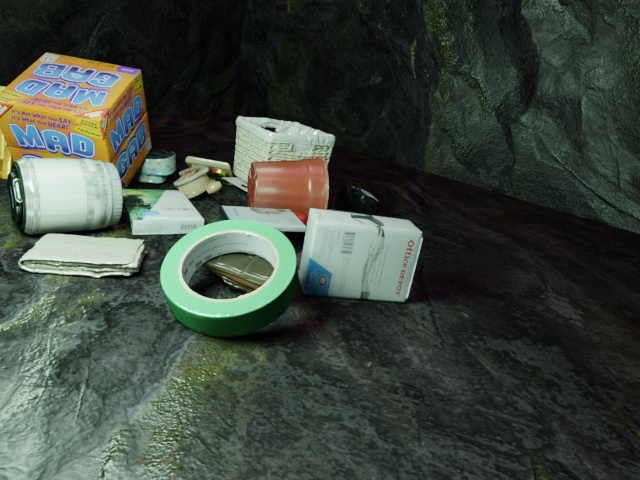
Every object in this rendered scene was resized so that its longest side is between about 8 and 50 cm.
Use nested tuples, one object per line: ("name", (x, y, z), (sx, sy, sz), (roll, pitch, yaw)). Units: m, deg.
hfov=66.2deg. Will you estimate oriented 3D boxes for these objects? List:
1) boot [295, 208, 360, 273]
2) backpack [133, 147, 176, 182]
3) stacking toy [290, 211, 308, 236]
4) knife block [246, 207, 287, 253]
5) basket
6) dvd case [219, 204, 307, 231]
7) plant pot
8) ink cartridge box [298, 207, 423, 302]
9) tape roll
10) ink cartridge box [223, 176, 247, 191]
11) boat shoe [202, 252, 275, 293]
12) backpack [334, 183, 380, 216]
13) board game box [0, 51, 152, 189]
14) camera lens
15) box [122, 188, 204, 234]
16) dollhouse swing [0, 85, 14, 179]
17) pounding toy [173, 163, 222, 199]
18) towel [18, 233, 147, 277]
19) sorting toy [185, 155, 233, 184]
("boot", (0.000, 0.000, 1.494), (0.248, 0.206, 0.090), (5, 21, -13))
("backpack", (-0.710, -0.321, 2.089), (0.188, 0.144, 0.166), (-3, 21, 3))
("stacking toy", (0.033, -0.029, 1.735), (0.330, 0.141, 0.141), (12, 19, 25))
("knife block", (-0.228, -0.040, 1.664), (0.276, 0.088, 0.242), (-1, 23, -28))
("basket", (-0.167, -0.367, 2.120), (0.328, 0.266, 0.331), (-4, 24, -35))
("dvd case", (-0.191, -0.072, 1.606), (0.253, 0.022, 0.180), (1, 23, -24))
("plant pot", (-0.135, -0.194, 1.869), (0.265, 0.272, 0.272), (1, 22, -17))
("ink cartridge box", (0.109, 0.044, 1.408), (0.308, 0.223, 0.129), (6, 20, -12))
("tape roll", (-0.215, 0.080, 1.186), (0.321, 0.077, 0.321), (0, 42, 0))
("ink cartridge box", (-0.245, -0.208, 2.135), (0.261, 0.066, 0.296), (-8, 27, -39))
("boat shoe", (-0.231, 0.082, 1.321), (0.307, 0.104, 0.111), (23, 44, 25))
("backpack", (0.164, -0.162, 2.107), (0.182, 0.152, 0.115), (14, 26, -25))
("board game box", (-0.872, -0.413, 1.795), (0.356, 0.356, 0.356), (10, 46, -1))
("camera lens", (-0.762, -0.134, 1.462), (0.274, 0.219, 0.219), (-7, 27, -40))
("box", (-0.563, -0.105, 1.716), (0.232, 0.058, 0.322), (-2, 23, -30))
("dollhouse swing", (-1.327, -0.422, 1.837), (0.347, 0.305, 0.315), (4, 21, -19))
("pounding toy", (-0.502, -0.207, 2.004), (0.154, 0.154, 0.269), (-29, 25, -17))
("towel", (-0.624, 0.039, 1.321), (0.282, 0.049, 0.187), (5, 20, -12))
("sorting toy", (-0.486, -0.300, 2.174), (0.193, 0.038, 0.208), (10, -16, -2))
